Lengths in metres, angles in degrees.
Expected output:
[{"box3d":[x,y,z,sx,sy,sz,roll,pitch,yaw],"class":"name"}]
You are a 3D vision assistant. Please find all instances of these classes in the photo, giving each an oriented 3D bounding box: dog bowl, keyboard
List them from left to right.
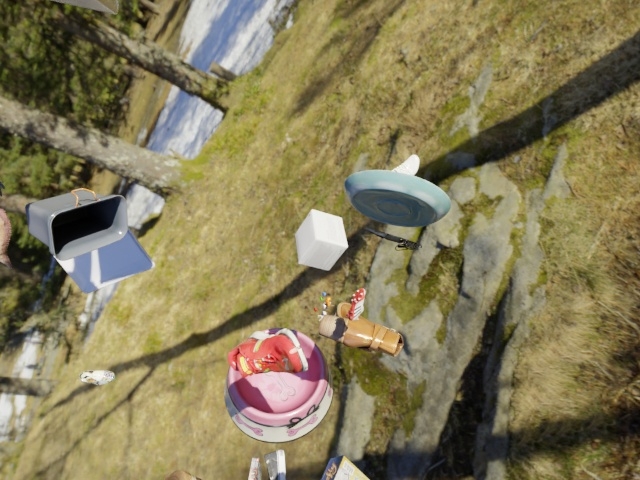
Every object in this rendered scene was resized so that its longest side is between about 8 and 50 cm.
[{"box3d":[-0.152,0.499,1.613,0.150,0.408,0.408,93,165,-50],"class":"dog bowl"},{"box3d":[0.207,0.005,1.237,0.100,0.192,0.038,22,97,43],"class":"keyboard"}]

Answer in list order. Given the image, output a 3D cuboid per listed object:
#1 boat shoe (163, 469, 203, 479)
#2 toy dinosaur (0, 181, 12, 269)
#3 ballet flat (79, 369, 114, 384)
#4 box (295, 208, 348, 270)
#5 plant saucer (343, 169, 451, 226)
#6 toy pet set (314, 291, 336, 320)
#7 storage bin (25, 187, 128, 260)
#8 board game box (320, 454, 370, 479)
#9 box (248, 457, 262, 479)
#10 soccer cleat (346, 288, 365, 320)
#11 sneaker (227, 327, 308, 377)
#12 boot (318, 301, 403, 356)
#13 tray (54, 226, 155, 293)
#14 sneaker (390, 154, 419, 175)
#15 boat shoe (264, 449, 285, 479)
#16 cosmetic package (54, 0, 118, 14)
[{"box3d":[-0.337,0.611,0.972,0.342,0.123,0.123,-45,34,23],"class":"boat shoe"},{"box3d":[-0.850,-0.071,1.117,0.200,0.296,0.127,-40,13,-18],"class":"toy dinosaur"},{"box3d":[-0.619,0.374,1.223,0.114,0.041,0.041,-9,65,23],"class":"ballet flat"},{"box3d":[0.000,0.000,1.084,0.102,0.087,0.101,-53,33,38],"class":"box"},{"box3d":[0.215,-0.108,1.296,0.317,0.317,0.044,-8,62,52],"class":"plant saucer"},{"box3d":[0.039,0.255,1.577,0.114,0.065,0.122,66,150,30],"class":"toy pet set"},{"box3d":[-0.404,-0.041,0.730,0.091,0.135,0.098,21,119,21],"class":"storage bin"},{"box3d":[0.079,0.494,0.709,0.042,0.243,0.165,-39,8,40],"class":"board game box"},{"box3d":[-0.215,0.792,1.440,0.137,0.027,0.094,-87,-4,-66],"class":"box"},{"box3d":[0.090,0.152,1.055,0.029,0.035,0.083,31,103,52],"class":"soccer cleat"},{"box3d":[-0.129,0.276,1.026,0.279,0.118,0.107,-22,92,54],"class":"sneaker"},{"box3d":[0.137,0.259,1.300,0.220,0.283,0.109,13,86,17],"class":"boot"},{"box3d":[-0.545,0.040,1.125,0.270,0.145,0.030,-19,21,24],"class":"tray"},{"box3d":[0.260,-0.216,1.443,0.152,0.061,0.054,-52,44,17],"class":"sneaker"},{"box3d":[-0.148,0.772,1.393,0.080,0.076,0.228,-154,63,-76],"class":"boat shoe"},{"box3d":[-0.333,-0.376,0.520,0.184,0.151,0.151,-119,38,-70],"class":"cosmetic package"}]
